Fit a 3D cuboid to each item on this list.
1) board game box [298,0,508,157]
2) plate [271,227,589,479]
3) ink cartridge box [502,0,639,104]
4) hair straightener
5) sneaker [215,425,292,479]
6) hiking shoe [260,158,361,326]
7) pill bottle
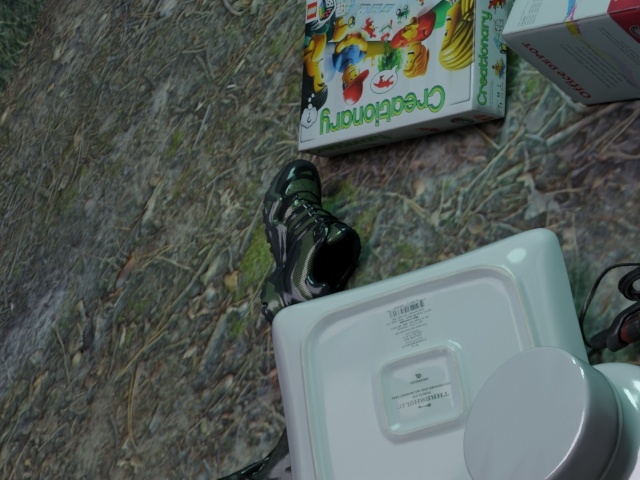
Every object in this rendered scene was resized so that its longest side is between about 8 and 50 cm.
[{"bbox_3d":[0.087,-0.210,1.527,0.305,0.053,0.193,-9,75,52],"label":"board game box"},{"bbox_3d":[0.090,0.133,1.141,0.277,0.045,0.278,-18,55,15],"label":"plate"},{"bbox_3d":[0.272,-0.191,1.225,0.175,0.127,0.072,-1,62,55],"label":"ink cartridge box"},{"bbox_3d":[0.298,0.028,1.092,0.230,0.047,0.089,-35,38,41],"label":"hair straightener"},{"bbox_3d":[-0.092,0.305,1.246,0.483,0.202,0.185,-54,32,8],"label":"sneaker"},{"bbox_3d":[0.000,0.000,1.515,0.114,0.086,0.227,-19,53,29],"label":"hiking shoe"},{"bbox_3d":[0.213,0.163,0.890,0.136,0.245,0.136,-35,39,34],"label":"pill bottle"}]
